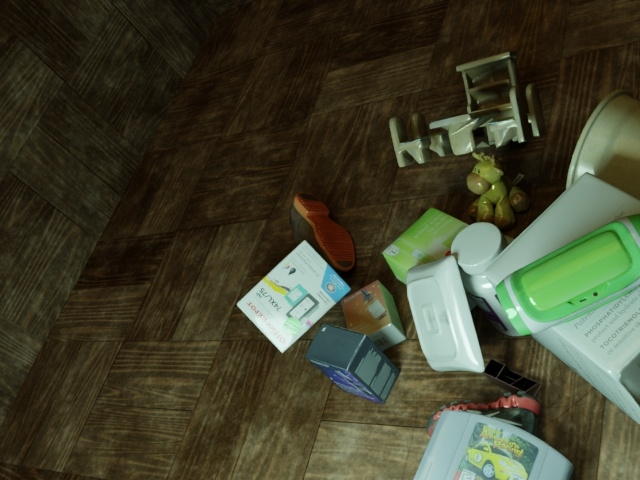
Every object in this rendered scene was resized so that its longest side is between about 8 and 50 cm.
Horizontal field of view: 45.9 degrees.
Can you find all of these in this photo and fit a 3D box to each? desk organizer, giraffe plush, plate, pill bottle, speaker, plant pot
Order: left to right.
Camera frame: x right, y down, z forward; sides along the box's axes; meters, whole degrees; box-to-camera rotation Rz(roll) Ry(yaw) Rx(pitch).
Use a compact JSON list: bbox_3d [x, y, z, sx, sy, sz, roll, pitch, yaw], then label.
[{"bbox_3d":[0.286,0.188,1.833,0.045,0.277,0.278,-12,-5,-17],"label":"plate"},{"bbox_3d":[0.480,-0.157,2.110,0.181,0.170,0.210,8,61,44],"label":"giraffe plush"},{"bbox_3d":[0.433,0.090,1.822,0.169,0.301,0.169,-22,44,23],"label":"pill bottle"},{"bbox_3d":[0.453,0.329,1.790,0.130,0.050,0.047,21,70,48],"label":"desk organizer"},{"bbox_3d":[0.488,0.067,1.420,0.297,0.131,0.131,-30,41,18],"label":"speaker"},{"bbox_3d":[0.797,-0.156,1.762,0.306,0.334,0.333,25,72,37],"label":"plant pot"}]

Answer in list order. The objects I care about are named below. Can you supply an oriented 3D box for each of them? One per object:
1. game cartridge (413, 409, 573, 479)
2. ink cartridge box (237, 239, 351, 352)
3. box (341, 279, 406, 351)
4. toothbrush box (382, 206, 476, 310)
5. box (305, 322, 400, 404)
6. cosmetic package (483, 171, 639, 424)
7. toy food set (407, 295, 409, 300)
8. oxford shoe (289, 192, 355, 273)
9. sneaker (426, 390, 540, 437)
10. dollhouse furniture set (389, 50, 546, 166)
[{"bbox_3d":[0.368,0.481,1.594,0.294,0.060,0.196,20,63,18],"label":"game cartridge"},{"bbox_3d":[-0.074,0.161,2.214,0.270,0.198,0.197,-44,-2,0],"label":"ink cartridge box"},{"bbox_3d":[0.146,0.220,2.116,0.130,0.091,0.170,-31,41,15],"label":"box"},{"bbox_3d":[0.343,0.055,2.058,0.206,0.122,0.283,-42,40,-12],"label":"toothbrush box"},{"bbox_3d":[0.086,0.322,1.980,0.153,0.207,0.108,9,62,45],"label":"box"},{"bbox_3d":[0.637,0.131,1.594,0.327,0.329,0.393,-45,38,0],"label":"cosmetic package"},{"bbox_3d":[0.283,0.146,2.123,0.082,0.020,0.083,-45,39,-3],"label":"toy food set"},{"bbox_3d":[0.000,0.000,2.446,0.132,0.130,0.363,-63,38,29],"label":"oxford shoe"},{"bbox_3d":[0.367,0.436,1.728,0.276,0.097,0.135,-17,44,27],"label":"sneaker"},{"bbox_3d":[0.435,-0.386,2.132,0.362,0.256,0.394,-9,7,35],"label":"dollhouse furniture set"}]
